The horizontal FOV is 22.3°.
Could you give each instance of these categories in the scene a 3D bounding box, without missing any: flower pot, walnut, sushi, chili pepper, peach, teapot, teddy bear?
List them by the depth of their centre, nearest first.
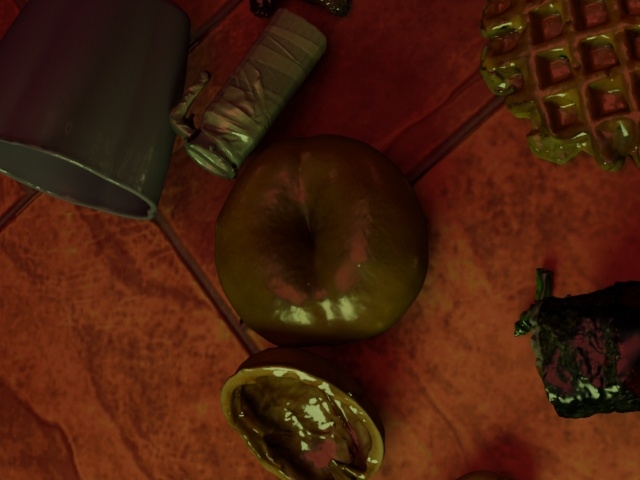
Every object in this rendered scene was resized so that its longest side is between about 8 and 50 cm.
[{"bbox_3d":[0.296,0.110,1.644,0.126,0.225,0.136,-17,84,18],"label":"sushi"},{"bbox_3d":[0.236,0.071,1.786,0.027,0.022,0.083,22,93,-10],"label":"chili pepper"},{"bbox_3d":[-0.011,0.185,1.811,0.167,0.087,0.211,-20,121,33],"label":"walnut"},{"bbox_3d":[0.000,0.000,1.824,0.251,0.153,0.251,-2,84,17],"label":"peach"},{"bbox_3d":[-0.089,-0.175,1.869,0.107,0.077,0.200,34,72,0],"label":"teapot"},{"bbox_3d":[-0.040,-0.317,1.911,0.160,0.078,0.119,13,93,22],"label":"teddy bear"},{"bbox_3d":[-0.279,-0.182,1.915,0.265,0.265,0.243,12,78,23],"label":"flower pot"}]

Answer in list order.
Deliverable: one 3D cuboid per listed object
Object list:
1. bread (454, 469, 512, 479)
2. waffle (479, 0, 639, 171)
[{"bbox_3d":[0.148,0.333,1.754,0.114,0.077,0.189,34,80,6],"label":"bread"},{"bbox_3d":[0.313,-0.234,1.760,0.302,0.068,0.325,35,97,22],"label":"waffle"}]
